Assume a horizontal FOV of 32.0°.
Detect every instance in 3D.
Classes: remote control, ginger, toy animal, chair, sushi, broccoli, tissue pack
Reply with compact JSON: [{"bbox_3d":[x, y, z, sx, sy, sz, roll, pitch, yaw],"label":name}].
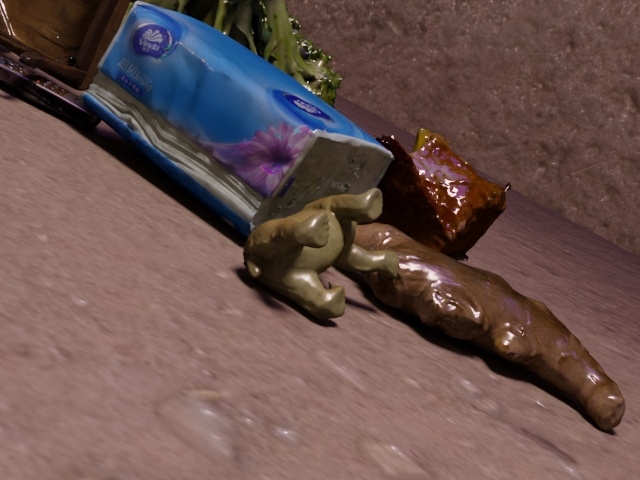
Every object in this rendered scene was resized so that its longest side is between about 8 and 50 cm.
[{"bbox_3d":[-0.333,-0.176,1.199,0.212,0.028,0.059,26,16,-6],"label":"remote control"},{"bbox_3d":[0.165,0.068,1.153,0.333,0.080,0.166,25,25,-1],"label":"ginger"},{"bbox_3d":[0.000,0.000,1.030,0.101,0.103,0.218,6,19,27],"label":"toy animal"},{"bbox_3d":[-0.313,-0.276,1.292,0.186,0.160,0.319,25,5,9],"label":"chair"},{"bbox_3d":[0.120,-0.049,1.367,0.179,0.167,0.296,41,22,16],"label":"sushi"},{"bbox_3d":[-0.125,-0.262,1.436,0.321,0.283,0.304,-24,63,-41],"label":"broccoli"},{"bbox_3d":[-0.084,-0.118,1.183,0.263,0.146,0.198,39,14,25],"label":"tissue pack"}]
